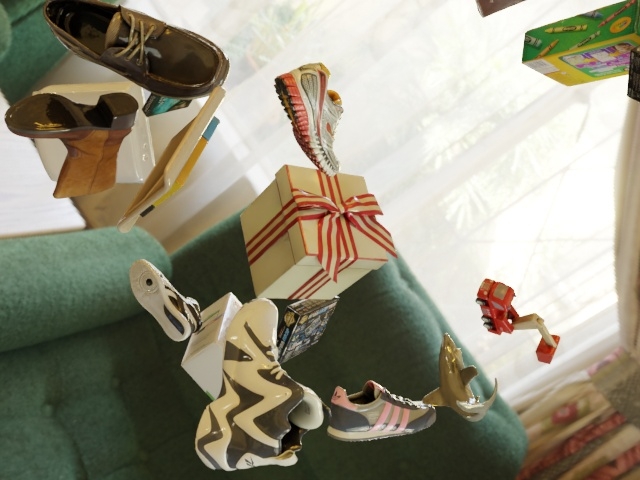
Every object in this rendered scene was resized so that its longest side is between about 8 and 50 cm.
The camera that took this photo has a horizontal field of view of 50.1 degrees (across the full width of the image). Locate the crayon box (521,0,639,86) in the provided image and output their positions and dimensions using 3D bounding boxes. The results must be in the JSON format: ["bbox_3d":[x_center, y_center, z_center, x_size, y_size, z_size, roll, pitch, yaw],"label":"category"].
[{"bbox_3d":[0.585,-0.406,1.433,0.165,0.278,0.081,14,83,-33],"label":"crayon box"}]

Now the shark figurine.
[{"bbox_3d":[0.263,0.313,1.359,0.278,0.116,0.166,-111,-164,-76],"label":"shark figurine"}]

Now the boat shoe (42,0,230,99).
[{"bbox_3d":[-0.336,-0.342,1.213,0.355,0.132,0.130,18,6,12],"label":"boat shoe"}]

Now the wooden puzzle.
[{"bbox_3d":[-0.249,-0.130,1.172,0.044,0.238,0.221,35,55,-18],"label":"wooden puzzle"}]

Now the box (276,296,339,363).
[{"bbox_3d":[-0.048,0.247,1.981,0.051,0.175,0.220,33,25,22],"label":"box"}]

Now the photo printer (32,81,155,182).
[{"bbox_3d":[-0.589,-0.271,1.747,0.107,0.307,0.256,-52,142,-64],"label":"photo printer"}]

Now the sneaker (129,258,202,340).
[{"bbox_3d":[-0.367,0.137,1.647,0.217,0.079,0.121,57,16,3],"label":"sneaker"}]

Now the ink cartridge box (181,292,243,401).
[{"bbox_3d":[-0.230,0.290,1.764,0.201,0.117,0.278,52,13,-17],"label":"ink cartridge box"}]

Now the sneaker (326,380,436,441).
[{"bbox_3d":[0.165,0.417,1.723,0.319,0.131,0.112,0,6,-32],"label":"sneaker"}]

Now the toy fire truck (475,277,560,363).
[{"bbox_3d":[0.376,0.153,1.300,0.135,0.047,0.192,15,-30,34],"label":"toy fire truck"}]

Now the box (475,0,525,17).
[{"bbox_3d":[0.320,-0.500,1.096,0.167,0.203,0.168,54,26,-39],"label":"box"}]

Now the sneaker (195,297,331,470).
[{"bbox_3d":[-0.051,0.180,0.870,0.094,0.153,0.235,73,26,-43],"label":"sneaker"}]

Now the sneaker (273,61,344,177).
[{"bbox_3d":[0.004,-0.192,1.124,0.088,0.092,0.225,52,-10,37],"label":"sneaker"}]

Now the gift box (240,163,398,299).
[{"bbox_3d":[0.000,0.000,1.536,0.255,0.258,0.276,-1,62,-38],"label":"gift box"}]

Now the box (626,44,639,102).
[{"bbox_3d":[0.487,-0.239,1.013,0.067,0.018,0.083,47,-17,45],"label":"box"}]

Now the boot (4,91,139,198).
[{"bbox_3d":[-0.528,-0.187,1.421,0.264,0.280,0.096,-24,73,-40],"label":"boot"}]

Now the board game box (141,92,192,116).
[{"bbox_3d":[-0.317,-0.355,1.551,0.126,0.186,0.026,-26,79,-43],"label":"board game box"}]
